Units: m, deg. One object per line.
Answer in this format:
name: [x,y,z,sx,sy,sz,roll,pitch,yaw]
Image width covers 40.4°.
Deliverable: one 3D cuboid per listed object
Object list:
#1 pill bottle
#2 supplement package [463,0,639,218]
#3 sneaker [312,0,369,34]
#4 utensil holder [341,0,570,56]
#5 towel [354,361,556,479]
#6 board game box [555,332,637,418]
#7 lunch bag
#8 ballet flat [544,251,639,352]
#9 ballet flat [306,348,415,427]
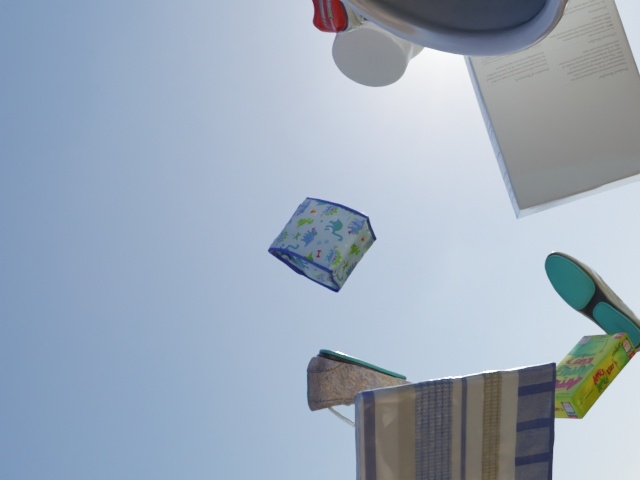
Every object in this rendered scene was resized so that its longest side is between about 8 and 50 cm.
pill bottle: [0.117,-0.404,1.460,0.169,0.169,0.302,82,-157,-52]
supplement package: [0.327,-0.187,1.207,0.199,0.263,0.198,-18,-5,10]
sneaker: [-0.016,-0.417,1.196,0.107,0.118,0.279,-34,-73,-51]
utensil holder: [0.174,-0.447,0.913,0.386,0.327,0.328,-62,-26,-15]
towel: [0.181,0.273,1.173,0.284,0.034,0.209,-8,-69,-11]
board game box: [0.436,0.223,1.445,0.181,0.092,0.043,-37,-78,-32]
lunch bag: [0.000,0.000,1.517,0.129,0.151,0.096,-54,-30,-20]
ballet flat: [0.533,0.114,1.670,0.086,0.248,0.086,-31,-25,-17]
ballet flat: [0.127,0.245,1.254,0.107,0.315,0.106,113,172,-76]
